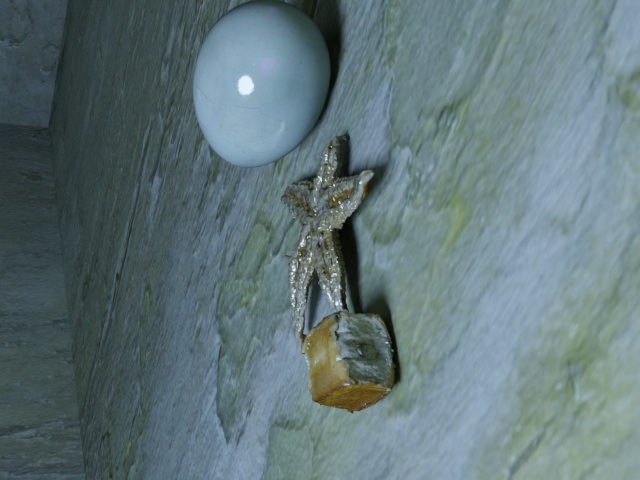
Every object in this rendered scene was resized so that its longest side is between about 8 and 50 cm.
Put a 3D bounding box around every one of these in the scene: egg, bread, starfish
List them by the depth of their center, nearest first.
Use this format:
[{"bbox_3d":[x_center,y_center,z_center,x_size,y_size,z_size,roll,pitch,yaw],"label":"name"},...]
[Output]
[{"bbox_3d":[0.031,0.114,0.931,0.070,0.077,0.083,-39,50,46],"label":"bread"},{"bbox_3d":[-0.005,0.000,1.064,0.295,0.048,0.231,-174,88,-68],"label":"starfish"},{"bbox_3d":[-0.069,-0.171,1.106,0.151,0.151,0.209,-109,28,-43],"label":"egg"}]
